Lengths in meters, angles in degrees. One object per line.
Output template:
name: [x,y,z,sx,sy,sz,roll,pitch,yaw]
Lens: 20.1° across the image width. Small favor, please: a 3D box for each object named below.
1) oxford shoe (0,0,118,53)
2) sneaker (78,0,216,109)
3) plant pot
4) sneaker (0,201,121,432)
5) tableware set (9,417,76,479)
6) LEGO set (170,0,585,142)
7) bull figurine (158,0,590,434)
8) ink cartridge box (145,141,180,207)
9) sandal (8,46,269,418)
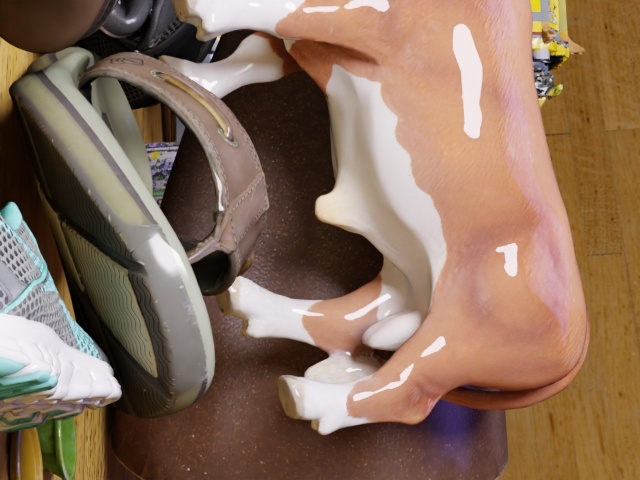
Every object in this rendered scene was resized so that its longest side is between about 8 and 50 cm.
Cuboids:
oxford shoe: [-0.115,-0.121,0.578,0.227,0.083,0.096,82,24,-61]
sneaker: [-0.097,-0.123,0.877,0.130,0.087,0.227,-49,177,-36]
plant pot: [0.000,0.000,0.955,0.215,0.215,0.230,-86,179,-76]
sneaker: [-0.105,0.021,0.588,0.166,0.065,0.076,95,-16,-78]
tableware set: [-0.109,0.123,0.728,0.154,0.024,0.104,-79,165,-81]
LEGO set: [0.021,-0.075,1.267,0.255,0.331,0.192,145,-55,-68]
bull figurine: [0.031,-0.063,0.826,0.101,0.188,0.310,167,-93,-71]
ink cartridge box: [-0.100,-0.001,1.176,0.063,0.029,0.115,84,4,-55]
sandal: [-0.069,-0.029,0.730,0.303,0.086,0.120,-114,-170,-70]
